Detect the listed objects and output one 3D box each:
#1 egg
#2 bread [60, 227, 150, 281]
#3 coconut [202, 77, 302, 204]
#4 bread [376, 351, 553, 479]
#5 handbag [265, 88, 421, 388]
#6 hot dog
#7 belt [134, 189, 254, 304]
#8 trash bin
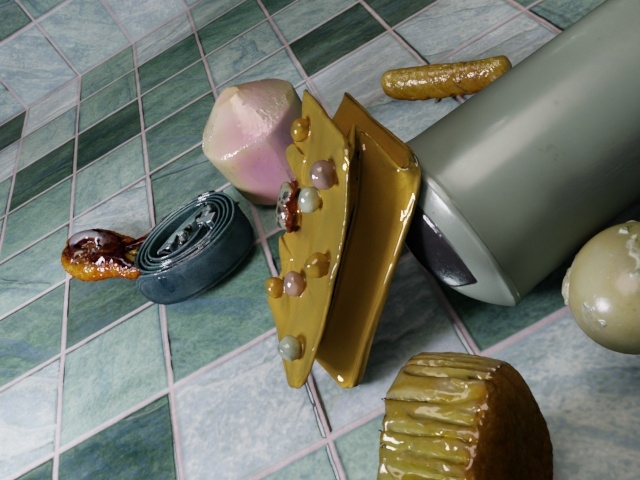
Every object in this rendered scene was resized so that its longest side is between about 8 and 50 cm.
[{"bbox_3d":[0.390,0.060,0.785,0.164,0.164,0.201,3,20,36],"label":"egg"},{"bbox_3d":[-0.485,0.037,1.462,0.268,0.095,0.139,5,54,19],"label":"bread"},{"bbox_3d":[-0.129,-0.223,1.351,0.233,0.245,0.233,-21,39,18],"label":"coconut"},{"bbox_3d":[0.165,0.245,0.689,0.142,0.253,0.227,0,42,32],"label":"bread"},{"bbox_3d":[0.000,0.000,0.956,0.133,0.401,0.283,2,29,-18],"label":"handbag"},{"bbox_3d":[0.258,-0.337,1.334,0.285,0.088,0.061,-3,54,36],"label":"hot dog"},{"bbox_3d":[-0.261,0.020,1.301,0.267,0.116,0.206,-42,38,-14],"label":"belt"},{"bbox_3d":[0.305,-0.110,0.898,0.432,0.280,0.280,-38,40,5],"label":"trash bin"}]
